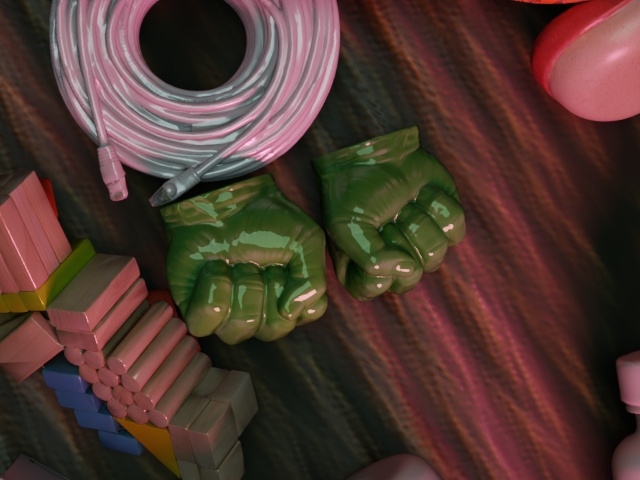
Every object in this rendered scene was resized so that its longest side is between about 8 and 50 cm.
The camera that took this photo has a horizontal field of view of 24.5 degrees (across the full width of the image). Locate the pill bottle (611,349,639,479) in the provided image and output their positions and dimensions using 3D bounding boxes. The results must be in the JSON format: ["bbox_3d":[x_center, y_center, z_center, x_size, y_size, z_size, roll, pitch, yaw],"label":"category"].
[{"bbox_3d":[0.354,0.249,1.290,0.176,0.176,0.318,-11,90,-4],"label":"pill bottle"}]

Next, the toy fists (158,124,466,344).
[{"bbox_3d":[0.000,0.000,1.291,0.279,0.096,0.142,-20,92,-20],"label":"toy fists"}]

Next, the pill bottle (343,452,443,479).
[{"bbox_3d":[0.118,0.402,1.244,0.229,0.229,0.407,-38,92,-4],"label":"pill bottle"}]

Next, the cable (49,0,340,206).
[{"bbox_3d":[-0.111,-0.179,1.310,0.257,0.089,0.257,-24,90,-5],"label":"cable"}]

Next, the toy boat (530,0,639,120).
[{"bbox_3d":[0.281,-0.221,1.330,0.231,0.151,0.151,-38,61,-5],"label":"toy boat"}]

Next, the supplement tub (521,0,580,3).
[{"bbox_3d":[0.200,-0.387,1.242,0.207,0.207,0.337,7,73,-4],"label":"supplement tub"}]

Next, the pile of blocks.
[{"bbox_3d":[-0.193,0.076,1.304,0.362,0.149,0.112,49,43,-11],"label":"pile of blocks"}]

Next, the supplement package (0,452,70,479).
[{"bbox_3d":[-0.235,0.325,1.258,0.194,0.149,0.203,30,88,-3],"label":"supplement package"}]
